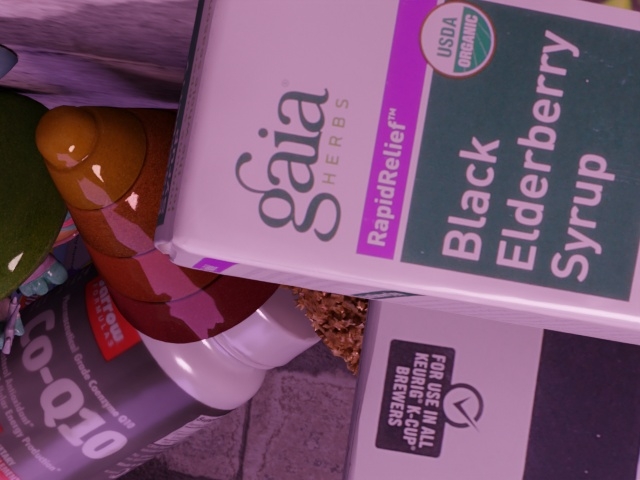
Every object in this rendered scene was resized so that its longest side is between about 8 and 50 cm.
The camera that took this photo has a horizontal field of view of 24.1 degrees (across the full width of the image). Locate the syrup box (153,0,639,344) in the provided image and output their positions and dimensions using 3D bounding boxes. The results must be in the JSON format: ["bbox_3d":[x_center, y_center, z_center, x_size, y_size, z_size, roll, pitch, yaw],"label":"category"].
[{"bbox_3d":[0.079,-0.021,0.406,0.236,0.093,0.096,10,176,-8],"label":"syrup box"}]

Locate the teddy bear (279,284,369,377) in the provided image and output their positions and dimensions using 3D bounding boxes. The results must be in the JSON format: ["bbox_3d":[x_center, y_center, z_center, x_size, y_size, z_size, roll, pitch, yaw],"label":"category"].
[{"bbox_3d":[0.066,0.085,1.098,0.338,0.113,0.245,40,177,-29],"label":"teddy bear"}]

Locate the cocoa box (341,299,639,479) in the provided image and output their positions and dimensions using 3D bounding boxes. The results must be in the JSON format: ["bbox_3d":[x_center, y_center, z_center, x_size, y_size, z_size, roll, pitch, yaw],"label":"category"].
[{"bbox_3d":[0.123,0.128,0.594,0.228,0.347,0.231,9,175,6],"label":"cocoa box"}]

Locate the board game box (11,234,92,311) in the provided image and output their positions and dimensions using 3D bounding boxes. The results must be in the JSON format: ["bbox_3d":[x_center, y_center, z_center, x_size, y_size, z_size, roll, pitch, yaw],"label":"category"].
[{"bbox_3d":[-0.283,0.017,1.444,0.275,0.144,0.142,6,174,39],"label":"board game box"}]

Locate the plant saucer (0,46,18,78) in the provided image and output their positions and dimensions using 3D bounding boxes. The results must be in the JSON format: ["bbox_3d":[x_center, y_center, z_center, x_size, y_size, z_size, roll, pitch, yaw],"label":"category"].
[{"bbox_3d":[-0.200,-0.085,0.685,0.119,0.021,0.119,10,175,1],"label":"plant saucer"}]

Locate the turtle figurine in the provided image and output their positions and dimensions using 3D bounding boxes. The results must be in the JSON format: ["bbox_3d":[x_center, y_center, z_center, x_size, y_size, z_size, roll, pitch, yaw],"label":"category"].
[{"bbox_3d":[-0.180,-0.010,1.065,0.175,0.118,0.234,-28,-175,-9],"label":"turtle figurine"}]

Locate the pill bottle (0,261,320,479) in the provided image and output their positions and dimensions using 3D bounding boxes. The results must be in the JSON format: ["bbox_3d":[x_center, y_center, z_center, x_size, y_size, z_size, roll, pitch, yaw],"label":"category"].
[{"bbox_3d":[-0.146,0.088,1.201,0.283,0.161,0.161,-33,157,22],"label":"pill bottle"}]

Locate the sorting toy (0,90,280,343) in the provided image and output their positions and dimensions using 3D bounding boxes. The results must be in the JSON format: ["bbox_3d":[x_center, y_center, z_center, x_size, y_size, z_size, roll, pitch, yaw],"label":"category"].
[{"bbox_3d":[-0.189,-0.037,0.747,0.365,0.127,0.126,5,163,31],"label":"sorting toy"}]
